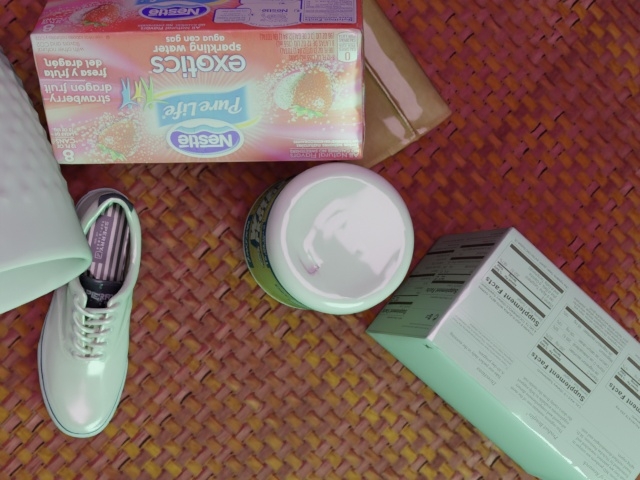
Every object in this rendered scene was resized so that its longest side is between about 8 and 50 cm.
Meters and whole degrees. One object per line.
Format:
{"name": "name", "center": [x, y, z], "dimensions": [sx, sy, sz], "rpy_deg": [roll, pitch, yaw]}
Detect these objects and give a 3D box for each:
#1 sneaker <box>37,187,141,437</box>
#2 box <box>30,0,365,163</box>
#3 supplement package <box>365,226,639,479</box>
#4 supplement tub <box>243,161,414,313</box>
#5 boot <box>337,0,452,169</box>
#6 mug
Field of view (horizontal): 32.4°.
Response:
{"name": "sneaker", "center": [-0.235, 0.073, 1.115], "dimensions": [0.094, 0.091, 0.258], "rpy_deg": [4, 88, -13]}
{"name": "box", "center": [-0.107, -0.170, 1.060], "dimensions": [0.299, 0.154, 0.142], "rpy_deg": [-1, 126, 1]}
{"name": "supplement package", "center": [0.211, 0.127, 1.162], "dimensions": [0.262, 0.204, 0.145], "rpy_deg": [42, 78, -9]}
{"name": "supplement tub", "center": [0.000, 0.000, 1.117], "dimensions": [0.144, 0.199, 0.144], "rpy_deg": [0, 88, -14]}
{"name": "boot", "center": [0.060, -0.241, 1.175], "dimensions": [0.236, 0.089, 0.270], "rpy_deg": [-31, 97, 16]}
{"name": "mug", "center": [-0.437, -0.067, 0.984], "dimensions": [0.374, 0.276, 0.328], "rpy_deg": [-22, 85, -6]}
